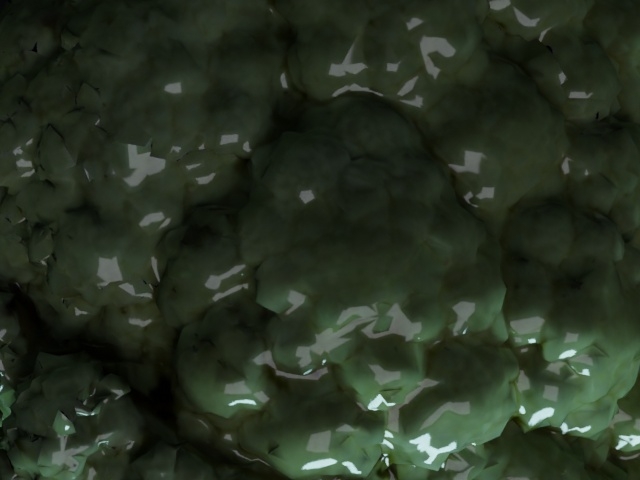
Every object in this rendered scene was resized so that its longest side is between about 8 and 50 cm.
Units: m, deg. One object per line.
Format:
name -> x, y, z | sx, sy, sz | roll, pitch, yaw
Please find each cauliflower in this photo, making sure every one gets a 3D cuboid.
cauliflower -> 0.000, 0.000, 0.504 | 0.250, 0.272, 0.275 | -6, 153, 46
